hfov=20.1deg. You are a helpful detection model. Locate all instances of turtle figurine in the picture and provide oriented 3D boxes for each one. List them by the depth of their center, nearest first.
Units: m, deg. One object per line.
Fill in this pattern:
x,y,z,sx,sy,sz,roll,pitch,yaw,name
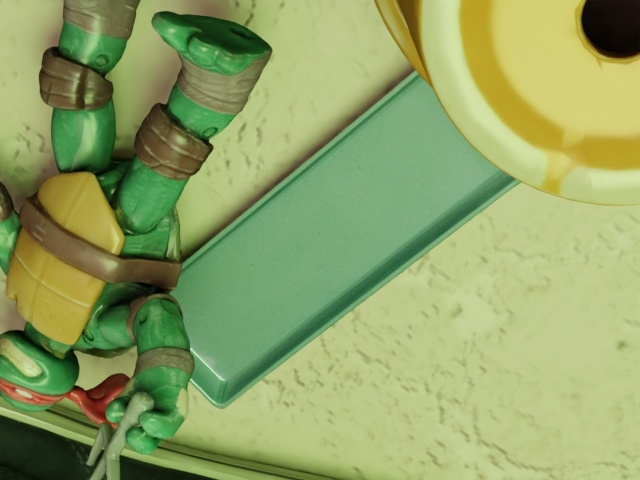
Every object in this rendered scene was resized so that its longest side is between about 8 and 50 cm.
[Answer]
-0.110,0.001,0.770,0.175,0.118,0.234,26,107,11,turtle figurine

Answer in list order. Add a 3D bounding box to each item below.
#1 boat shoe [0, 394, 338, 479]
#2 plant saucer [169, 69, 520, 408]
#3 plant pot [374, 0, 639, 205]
-0.160,0.176,0.841,0.500,0.156,0.186,9,117,7,boat shoe
0.000,0.000,0.806,0.192,0.018,0.067,-39,102,23,plant saucer
0.106,-0.106,0.647,0.205,0.188,0.205,4,115,8,plant pot
